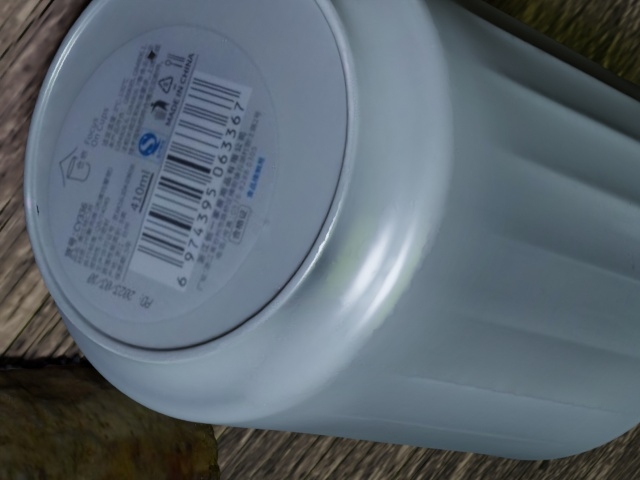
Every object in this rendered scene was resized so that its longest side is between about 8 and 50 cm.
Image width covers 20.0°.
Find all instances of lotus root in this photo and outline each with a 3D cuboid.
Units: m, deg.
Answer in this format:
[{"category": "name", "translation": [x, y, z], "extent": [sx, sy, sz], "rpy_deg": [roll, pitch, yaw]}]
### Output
[{"category": "lotus root", "translation": [-0.157, 0.150, 0.984], "extent": [0.329, 0.078, 0.167], "rpy_deg": [-4, 105, -56]}]

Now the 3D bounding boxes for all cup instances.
[{"category": "cup", "translation": [0.000, 0.000, 0.943], "extent": [0.323, 0.236, 0.327], "rpy_deg": [-27, 156, 31]}]
